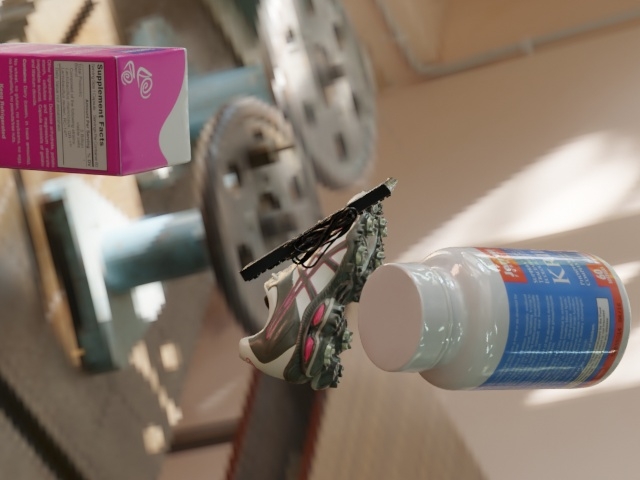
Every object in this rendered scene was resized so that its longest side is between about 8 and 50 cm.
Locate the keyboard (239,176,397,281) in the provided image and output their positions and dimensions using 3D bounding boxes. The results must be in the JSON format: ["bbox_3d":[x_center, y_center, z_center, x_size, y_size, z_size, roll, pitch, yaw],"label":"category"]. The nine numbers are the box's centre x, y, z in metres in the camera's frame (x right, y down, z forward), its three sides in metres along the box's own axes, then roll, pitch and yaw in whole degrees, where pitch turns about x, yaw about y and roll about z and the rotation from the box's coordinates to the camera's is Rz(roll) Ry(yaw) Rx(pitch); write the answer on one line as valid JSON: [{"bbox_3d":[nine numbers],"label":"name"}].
[{"bbox_3d":[0.000,0.000,1.877,0.038,0.192,0.100,57,15,-1],"label":"keyboard"}]

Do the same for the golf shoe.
[{"bbox_3d":[-0.002,0.043,2.079,0.105,0.120,0.273,74,33,-49],"label":"golf shoe"}]

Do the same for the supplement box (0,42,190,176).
[{"bbox_3d":[-0.241,-0.124,1.655,0.111,0.220,0.114,-17,110,-58],"label":"supplement box"}]

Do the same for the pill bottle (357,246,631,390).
[{"bbox_3d":[0.147,0.067,1.529,0.221,0.124,0.124,2,74,-36],"label":"pill bottle"}]
